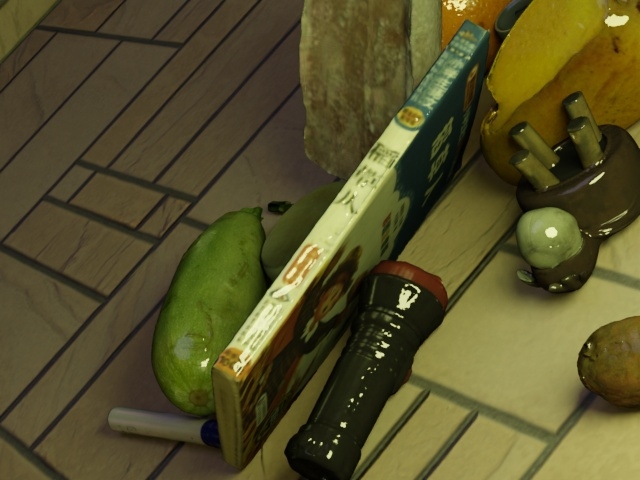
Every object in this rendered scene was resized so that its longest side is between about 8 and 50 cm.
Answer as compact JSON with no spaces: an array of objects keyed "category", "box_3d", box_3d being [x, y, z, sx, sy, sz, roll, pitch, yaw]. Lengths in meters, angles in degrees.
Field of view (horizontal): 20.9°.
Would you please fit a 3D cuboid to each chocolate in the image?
[{"category":"chocolate","box_3d":[0.066,-0.210,1.908,0.100,0.303,0.185,-15,25,-43]}]

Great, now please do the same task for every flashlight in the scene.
[{"category":"flashlight","box_3d":[0.045,0.131,1.667,0.093,0.093,0.232,-9,47,49]}]

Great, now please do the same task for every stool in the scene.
[{"category":"stool","box_3d":[0.230,-0.042,1.621,0.125,0.121,0.217,-12,34,44]}]

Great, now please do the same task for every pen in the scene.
[{"category":"pen","box_3d":[-0.157,0.205,1.891,0.269,0.033,0.033,-2,47,55]}]

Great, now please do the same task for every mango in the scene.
[{"category":"mango","box_3d":[0.254,-0.162,1.718,0.262,0.167,0.130,-45,40,22]}]

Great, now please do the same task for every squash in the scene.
[{"category":"squash","box_3d":[-0.117,0.061,1.953,0.118,0.118,0.371,-31,26,24]}]

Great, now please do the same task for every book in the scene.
[{"category":"book","box_3d":[0.030,0.012,1.703,0.428,0.039,0.300,-54,-13,-19]}]

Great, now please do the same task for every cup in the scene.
[{"category":"cup","box_3d":[0.252,-0.235,1.923,0.100,0.077,0.078,-32,28,20]}]

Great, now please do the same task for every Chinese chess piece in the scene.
[{"category":"Chinese chess piece","box_3d":[0.000,0.000,1.950,0.144,0.058,0.144,-34,25,18]}]

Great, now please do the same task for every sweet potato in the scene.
[{"category":"sweet potato","box_3d":[0.322,0.073,1.371,0.273,0.075,0.075,-22,33,32]}]

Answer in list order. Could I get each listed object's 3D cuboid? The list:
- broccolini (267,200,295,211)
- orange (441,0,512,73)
[{"category":"broccolini","box_3d":[-0.028,-0.034,2.084,0.140,0.030,0.035,1,86,61]},{"category":"orange","box_3d":[0.133,-0.278,2.029,0.224,0.170,0.224,-44,32,36]}]
